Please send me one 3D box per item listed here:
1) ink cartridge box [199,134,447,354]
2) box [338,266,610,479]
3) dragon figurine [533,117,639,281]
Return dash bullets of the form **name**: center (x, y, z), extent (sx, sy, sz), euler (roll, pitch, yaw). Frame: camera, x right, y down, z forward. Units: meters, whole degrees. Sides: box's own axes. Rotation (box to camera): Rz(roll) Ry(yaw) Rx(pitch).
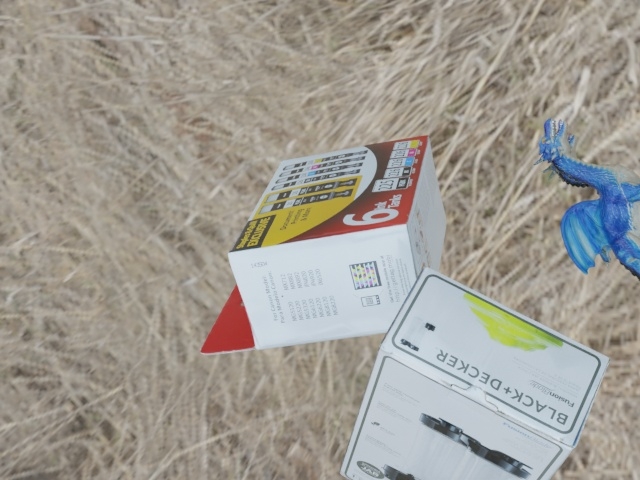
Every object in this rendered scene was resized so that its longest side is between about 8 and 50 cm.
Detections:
- **ink cartridge box**: center (0.000, 0.000, 1.394), extent (0.272, 0.309, 0.130), euler (-9, 111, 13)
- **box**: center (0.122, 0.159, 1.011), extent (0.169, 0.087, 0.290), euler (26, 150, 11)
- **dragon figurine**: center (0.338, -0.010, 1.348), extent (0.144, 0.085, 0.289), euler (-15, 86, 35)
